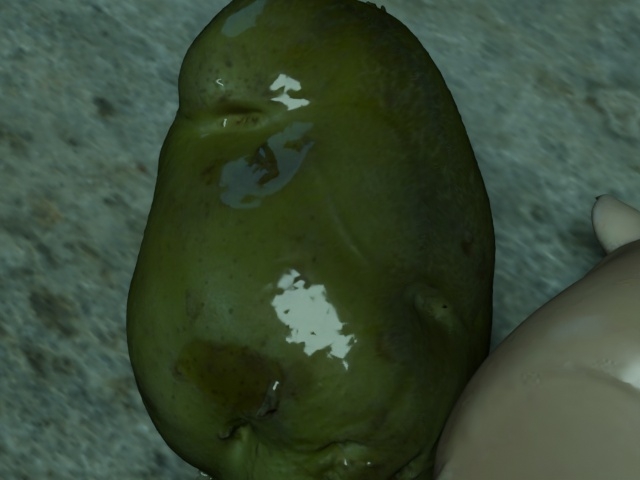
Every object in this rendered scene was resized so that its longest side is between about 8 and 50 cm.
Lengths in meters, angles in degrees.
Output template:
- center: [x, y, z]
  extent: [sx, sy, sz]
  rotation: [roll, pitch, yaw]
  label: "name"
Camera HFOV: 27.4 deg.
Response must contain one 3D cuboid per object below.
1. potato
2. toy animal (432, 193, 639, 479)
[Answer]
- center: [-0.003, -0.001, 0.806]
  extent: [0.218, 0.202, 0.351]
  rotation: [2, 78, 11]
  label: "potato"
- center: [0.191, 0.108, 0.745]
  extent: [0.195, 0.256, 0.213]
  rotation: [19, 113, 26]
  label: "toy animal"
